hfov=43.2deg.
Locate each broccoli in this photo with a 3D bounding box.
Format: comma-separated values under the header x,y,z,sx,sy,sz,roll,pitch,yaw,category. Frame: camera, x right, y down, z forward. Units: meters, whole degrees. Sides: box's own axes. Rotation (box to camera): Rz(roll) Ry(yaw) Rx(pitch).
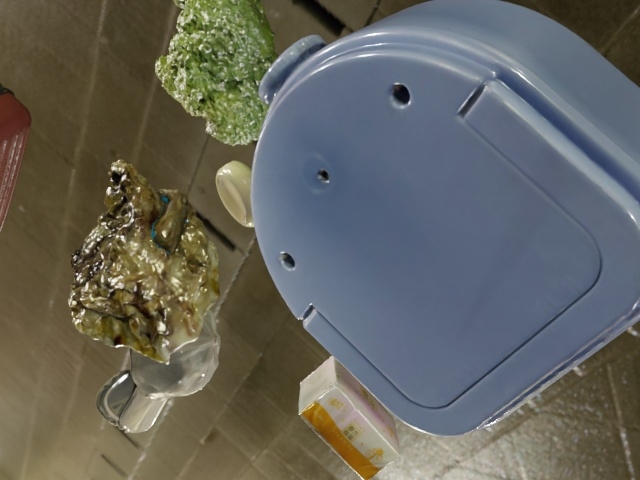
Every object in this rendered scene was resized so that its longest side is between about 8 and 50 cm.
x,y,z,sx,sy,sz,roll,pitch,yaw,category
-0.168,-0.294,1.240,0.302,0.186,0.254,-125,13,-57,broccoli

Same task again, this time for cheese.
x,y,z,sx,sy,sz,roll,pitch,yaw,category
-0.146,-0.068,1.754,0.227,0.064,0.137,53,154,16,cheese

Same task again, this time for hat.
x,y,z,sx,sy,sz,roll,pitch,yaw,category
-0.271,0.225,1.417,0.161,0.232,0.275,28,115,7,hat

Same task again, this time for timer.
x,y,z,sx,sy,sz,roll,pitch,yaw,category
0.105,-0.040,0.730,0.395,0.173,0.395,22,130,29,timer

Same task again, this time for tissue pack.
x,y,z,sx,sy,sz,roll,pitch,yaw,category
0.065,0.402,1.839,0.225,0.124,0.185,48,-173,-10,tissue pack

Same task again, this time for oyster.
x,y,z,sx,sy,sz,roll,pitch,yaw,category
-0.221,0.031,0.997,0.223,0.214,0.083,25,172,20,oyster

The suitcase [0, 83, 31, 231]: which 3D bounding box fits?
x,y,z,sx,sy,sz,roll,pitch,yaw,category
-0.571,-0.096,1.196,0.161,0.236,0.297,36,128,4,suitcase
